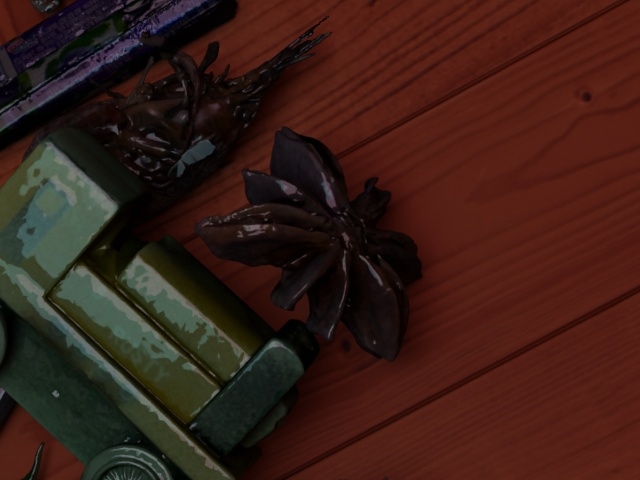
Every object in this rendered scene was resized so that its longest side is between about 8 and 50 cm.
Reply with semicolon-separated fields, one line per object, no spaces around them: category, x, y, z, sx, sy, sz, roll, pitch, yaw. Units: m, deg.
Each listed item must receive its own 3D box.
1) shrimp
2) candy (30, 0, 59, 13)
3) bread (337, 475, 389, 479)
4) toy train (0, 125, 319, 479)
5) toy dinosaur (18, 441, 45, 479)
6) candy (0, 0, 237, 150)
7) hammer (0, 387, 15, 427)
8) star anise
shrimp;-0.137;-0.123;1.515;0.343;0.116;0.145;-32;89;4
candy;-0.222;-0.297;1.602;0.182;0.046;0.053;-36;77;8
bread;0.011;0.320;1.392;0.190;0.123;0.244;30;87;14
toy train;-0.185;0.094;1.420;0.397;0.160;0.253;43;98;3
toy dinosaur;-0.290;0.248;1.506;0.060;0.029;0.119;16;88;-7
candy;-0.234;-0.190;1.575;0.312;0.061;0.088;-30;76;6
hammer;-0.363;0.255;1.527;0.152;0.044;0.427;31;86;16
star anise;0.000;0.000;1.421;0.093;0.236;0.229;-36;62;46
